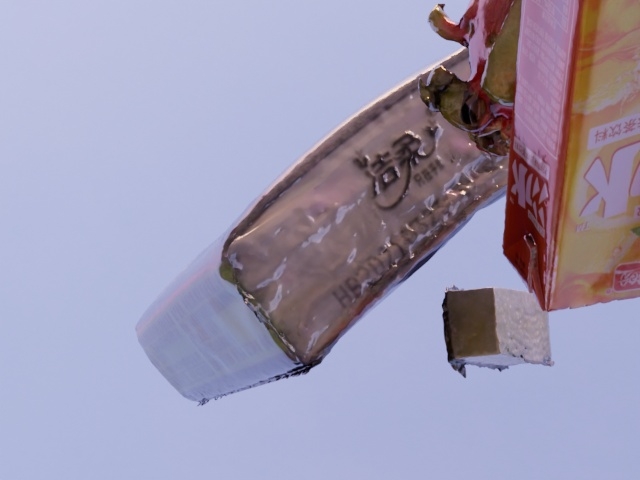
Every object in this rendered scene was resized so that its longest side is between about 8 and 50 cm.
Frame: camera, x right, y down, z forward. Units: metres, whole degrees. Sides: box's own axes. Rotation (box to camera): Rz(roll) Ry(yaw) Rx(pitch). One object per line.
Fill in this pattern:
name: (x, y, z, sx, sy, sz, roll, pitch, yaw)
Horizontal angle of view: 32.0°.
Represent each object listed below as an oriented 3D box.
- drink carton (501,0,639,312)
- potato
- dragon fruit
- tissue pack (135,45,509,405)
drink carton: (0.149, -0.078, 0.539, 0.071, 0.096, 0.223, -114, -160, -56)
potato: (0.162, 0.081, 1.016, 0.061, 0.122, 0.086, -14, -105, 33)
dragon fruit: (0.144, -0.128, 0.651, 0.172, 0.166, 0.160, -62, -158, -2)
tissue pack: (0.000, 0.000, 0.944, 0.288, 0.394, 0.124, -41, -87, -22)
